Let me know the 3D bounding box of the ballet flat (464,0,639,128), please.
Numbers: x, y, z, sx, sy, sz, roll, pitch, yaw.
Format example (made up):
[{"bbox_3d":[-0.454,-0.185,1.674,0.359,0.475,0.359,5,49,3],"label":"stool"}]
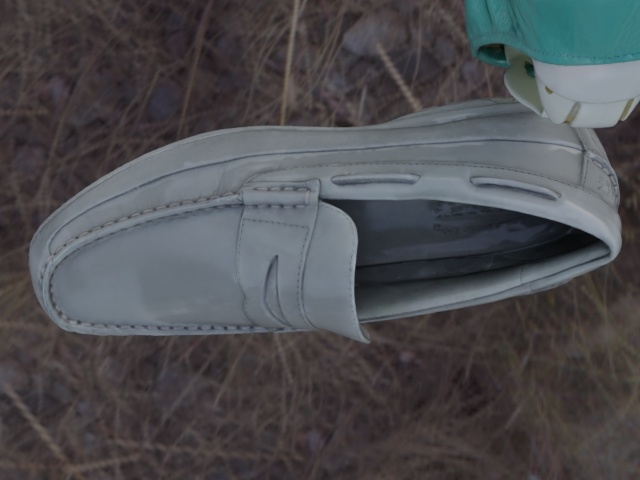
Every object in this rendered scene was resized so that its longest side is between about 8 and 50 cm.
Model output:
[{"bbox_3d":[0.122,-0.098,0.665,0.083,0.247,0.087,-7,103,-4],"label":"ballet flat"}]

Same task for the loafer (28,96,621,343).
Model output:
[{"bbox_3d":[0.000,0.000,0.750,0.319,0.111,0.112,-13,129,4],"label":"loafer"}]
